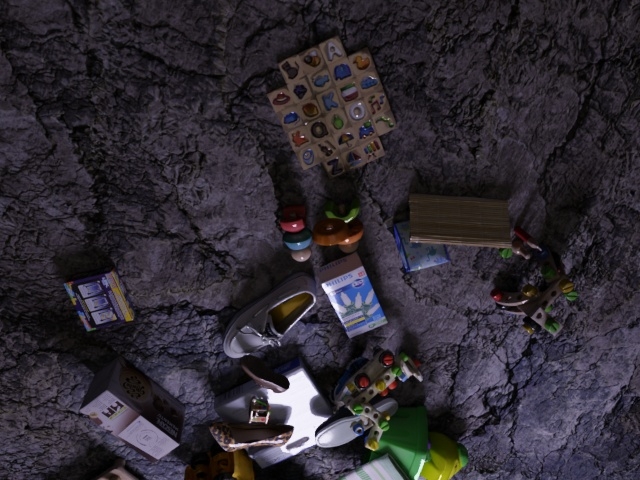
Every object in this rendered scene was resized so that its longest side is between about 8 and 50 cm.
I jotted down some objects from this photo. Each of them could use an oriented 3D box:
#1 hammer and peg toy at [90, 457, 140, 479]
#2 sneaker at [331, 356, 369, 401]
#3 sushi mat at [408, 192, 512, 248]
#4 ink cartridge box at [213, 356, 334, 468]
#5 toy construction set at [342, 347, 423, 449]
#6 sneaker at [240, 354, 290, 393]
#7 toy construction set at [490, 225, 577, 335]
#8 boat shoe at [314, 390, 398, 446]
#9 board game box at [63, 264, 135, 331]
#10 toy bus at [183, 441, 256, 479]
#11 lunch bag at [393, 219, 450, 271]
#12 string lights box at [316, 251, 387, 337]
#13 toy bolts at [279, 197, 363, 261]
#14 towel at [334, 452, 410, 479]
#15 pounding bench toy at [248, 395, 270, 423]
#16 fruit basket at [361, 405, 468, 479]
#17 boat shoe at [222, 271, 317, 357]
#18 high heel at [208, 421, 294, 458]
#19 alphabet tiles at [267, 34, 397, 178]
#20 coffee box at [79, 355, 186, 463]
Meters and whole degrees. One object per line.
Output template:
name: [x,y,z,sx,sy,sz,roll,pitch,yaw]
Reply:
hammer and peg toy: [-0.686,0.952,1.757,0.266,0.127,0.361,-33,114,8]
sneaker: [0.117,0.470,1.690,0.083,0.071,0.190,24,112,-31]
sushi mat: [0.408,-0.058,1.462,0.317,0.019,0.151,3,70,-9]
ink cartridge box: [-0.137,0.589,1.701,0.324,0.071,0.330,-26,117,3]
toy construction set: [0.201,0.470,1.587,0.328,0.151,0.215,-41,98,-26]
sneaker: [-0.184,0.423,1.547,0.188,0.066,0.071,39,124,-21]
toy construction set: [0.662,0.135,1.509,0.258,0.237,0.308,-24,114,4]
boat shoe: [0.110,0.591,1.689,0.303,0.091,0.114,-17,122,-16]
board game box: [-0.637,0.167,1.457,0.141,0.048,0.170,-14,115,-3]
toy bus: [-0.333,0.823,1.753,0.220,0.149,0.211,-34,130,10]
lunch bag: [0.295,0.007,1.485,0.129,0.096,0.151,-15,86,-1]
string lights box: [0.097,0.167,1.511,0.133,0.076,0.259,-24,128,4]
toy bolts: [0.000,0.000,1.396,0.229,0.218,0.158,-3,122,13]
towel: [0.182,0.874,1.681,0.325,0.038,0.248,-40,85,30]
pounding bench toy: [-0.191,0.535,1.602,0.065,0.052,0.083,7,113,-12]
fruit basket: [0.343,0.782,1.761,0.392,0.283,0.391,4,111,10]
boat shoe: [-0.151,0.254,1.499,0.367,0.156,0.136,-37,113,9]
high heel: [-0.215,0.601,1.601,0.186,0.093,0.261,-34,129,12]
alphabet tiles: [0.035,-0.345,1.337,0.285,0.011,0.342,-24,115,4]
coffee box: [-0.571,0.525,1.560,0.119,0.168,0.297,-37,113,9]
